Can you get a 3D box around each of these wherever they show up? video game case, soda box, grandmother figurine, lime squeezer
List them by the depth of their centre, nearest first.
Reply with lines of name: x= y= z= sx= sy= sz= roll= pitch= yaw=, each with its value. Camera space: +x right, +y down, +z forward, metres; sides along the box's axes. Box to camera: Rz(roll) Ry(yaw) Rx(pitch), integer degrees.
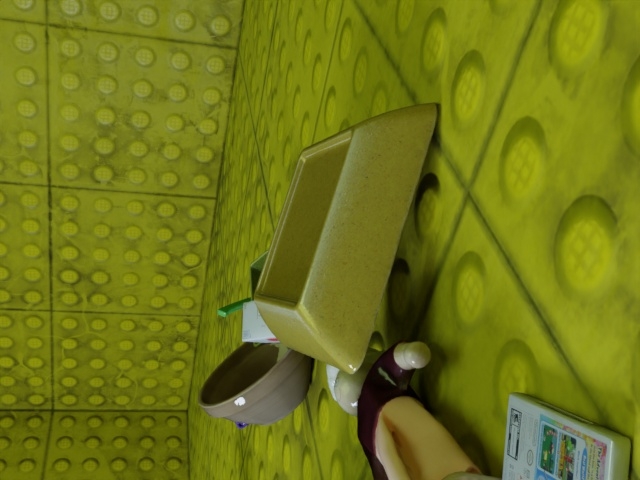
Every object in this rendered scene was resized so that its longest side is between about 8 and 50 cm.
video game case: x=0.180 y=0.209 z=0.563 sx=0.143 sy=0.019 sz=0.157 roll=-176 pitch=90 yaw=-75
grandmother figurine: x=0.083 y=0.202 z=0.793 sx=0.342 sy=0.104 sz=0.207 roll=-139 pitch=63 yaw=-69
soda box: x=-0.042 y=0.125 z=1.195 sx=0.216 sy=0.074 sz=0.069 roll=-16 pitch=70 yaw=51
lime squeezer: x=-0.087 y=0.072 z=1.498 sx=0.310 sy=0.110 sz=0.058 roll=-58 pitch=-30 yaw=-46

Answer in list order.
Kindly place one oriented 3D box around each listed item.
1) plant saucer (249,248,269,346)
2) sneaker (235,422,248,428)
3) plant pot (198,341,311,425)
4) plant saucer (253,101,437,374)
plant saucer: x=-0.055 y=0.081 z=1.352 sx=0.188 sy=0.045 sz=0.188 roll=-38 pitch=44 yaw=35
sneaker: x=-0.203 y=0.451 z=1.951 sx=0.169 sy=0.068 sz=0.071 roll=100 pitch=151 yaw=-57
plant pot: x=-0.100 y=0.262 z=1.357 sx=0.109 sy=0.237 sz=0.237 roll=55 pitch=172 yaw=-13
plant saucer: x=0.007 y=-0.014 z=0.973 sx=0.333 sy=0.081 sz=0.332 roll=176 pitch=112 yaw=-72
